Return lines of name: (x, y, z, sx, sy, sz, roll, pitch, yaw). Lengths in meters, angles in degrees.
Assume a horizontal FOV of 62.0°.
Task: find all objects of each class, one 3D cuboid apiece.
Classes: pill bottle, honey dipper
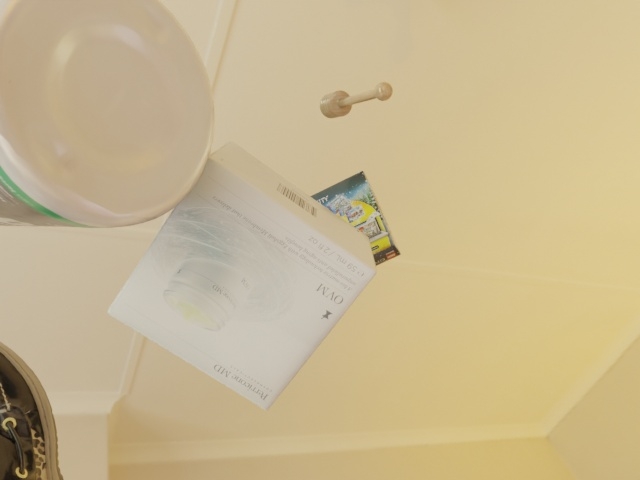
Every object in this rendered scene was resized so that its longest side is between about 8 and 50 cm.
pill bottle: (-0.295, -0.115, 0.521, 0.204, 0.361, 0.204, -4, -85, -52)
honey dipper: (0.036, -0.154, 0.578, 0.030, 0.160, 0.031, -2, -82, -17)

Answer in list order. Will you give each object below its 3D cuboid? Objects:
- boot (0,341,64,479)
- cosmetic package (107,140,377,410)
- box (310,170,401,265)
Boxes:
boot: (-0.450, 0.275, 0.604, 0.138, 0.377, 0.284, -32, -20, 9)
cosmetic package: (-0.089, 0.041, 0.652, 0.224, 0.138, 0.225, 34, -75, -9)
box: (0.000, 0.000, 0.909, 0.233, 0.159, 0.044, -25, -32, 11)
